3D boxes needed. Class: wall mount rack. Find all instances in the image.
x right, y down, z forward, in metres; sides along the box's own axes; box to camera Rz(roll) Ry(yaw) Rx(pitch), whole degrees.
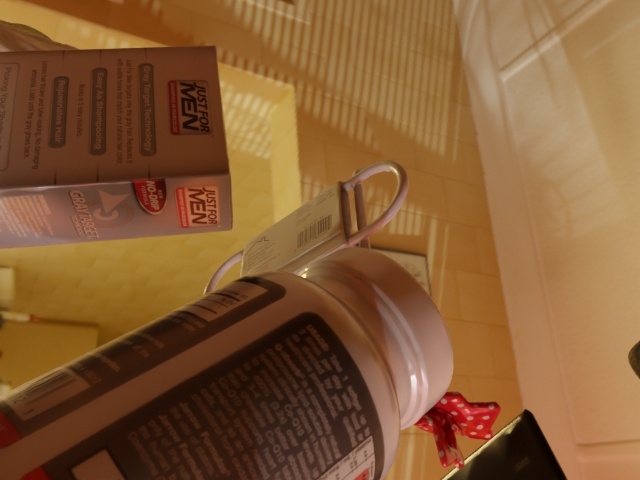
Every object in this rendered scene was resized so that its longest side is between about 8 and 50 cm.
[{"bbox_3d":[0.000,0.000,0.874,0.350,0.130,0.304,-31,-143,26],"label":"wall mount rack"}]

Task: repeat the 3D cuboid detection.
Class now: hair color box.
[{"bbox_3d":[-0.288,-0.098,0.662,0.113,0.374,0.185,101,-18,-58],"label":"hair color box"}]

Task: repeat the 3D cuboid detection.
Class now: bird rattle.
[{"bbox_3d":[0.112,0.210,0.857,0.207,0.253,0.143,67,42,-74],"label":"bird rattle"}]

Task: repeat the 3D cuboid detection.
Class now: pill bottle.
[{"bbox_3d":[-0.070,0.148,0.489,0.210,0.363,0.210,28,-49,38],"label":"pill bottle"}]

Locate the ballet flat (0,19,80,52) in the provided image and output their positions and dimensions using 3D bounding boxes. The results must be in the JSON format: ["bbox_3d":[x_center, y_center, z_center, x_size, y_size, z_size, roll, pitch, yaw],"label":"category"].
[{"bbox_3d":[-0.527,-0.293,0.916,0.139,0.400,0.139,-50,-151,43],"label":"ballet flat"}]

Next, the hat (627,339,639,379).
[{"bbox_3d":[0.477,0.169,0.791,0.134,0.331,0.331,-28,-131,13],"label":"hat"}]

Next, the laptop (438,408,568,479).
[{"bbox_3d":[0.408,0.593,1.124,0.382,0.236,0.408,-54,-144,31],"label":"laptop"}]
